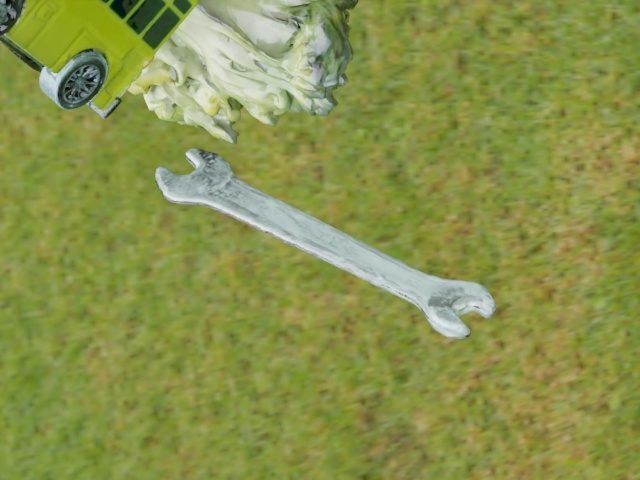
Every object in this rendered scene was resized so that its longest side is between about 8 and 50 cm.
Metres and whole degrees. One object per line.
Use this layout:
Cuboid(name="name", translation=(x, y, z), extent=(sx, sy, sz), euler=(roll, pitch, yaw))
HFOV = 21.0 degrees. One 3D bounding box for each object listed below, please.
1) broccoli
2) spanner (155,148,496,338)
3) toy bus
Cuboid(name="broccoli", translation=(-0.118, -0.204, 1.444), extent=(0.288, 0.245, 0.248), euler=(0, 92, 44))
Cuboid(name="spanner", translation=(0.000, 0.000, 1.384), extent=(0.302, 0.071, 0.017), euler=(27, 134, 17))
Cuboid(name="toy bus", translation=(-0.203, -0.204, 1.184), extent=(0.128, 0.262, 0.150), euler=(41, 90, 26))
